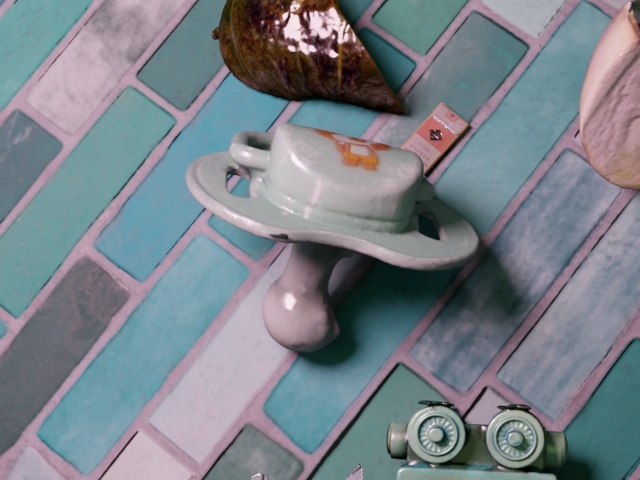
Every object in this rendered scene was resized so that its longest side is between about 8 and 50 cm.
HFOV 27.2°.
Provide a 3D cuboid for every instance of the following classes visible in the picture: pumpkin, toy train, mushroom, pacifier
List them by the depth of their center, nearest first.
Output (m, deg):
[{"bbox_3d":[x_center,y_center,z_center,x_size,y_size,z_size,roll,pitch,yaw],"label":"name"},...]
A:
[{"bbox_3d":[0.174,0.263,1.480,0.203,0.112,0.163,2,83,9],"label":"toy train"},{"bbox_3d":[0.000,0.000,1.532,0.343,0.288,0.269,15,113,-8],"label":"pacifier"},{"bbox_3d":[0.388,-0.170,1.557,0.236,0.173,0.162,26,35,-23],"label":"mushroom"},{"bbox_3d":[-0.037,-0.238,1.630,0.163,0.111,0.278,-33,76,4],"label":"pumpkin"}]

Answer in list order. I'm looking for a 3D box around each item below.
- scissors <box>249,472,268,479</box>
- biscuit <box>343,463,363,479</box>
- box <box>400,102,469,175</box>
[{"bbox_3d":[-0.152,0.476,1.511,0.192,0.029,0.447,21,80,12],"label":"scissors"},{"bbox_3d":[0.071,0.408,1.397,0.079,0.186,0.309,-25,76,-46],"label":"biscuit"},{"bbox_3d":[0.139,-0.125,1.625,0.046,0.012,0.083,41,86,16],"label":"box"}]
